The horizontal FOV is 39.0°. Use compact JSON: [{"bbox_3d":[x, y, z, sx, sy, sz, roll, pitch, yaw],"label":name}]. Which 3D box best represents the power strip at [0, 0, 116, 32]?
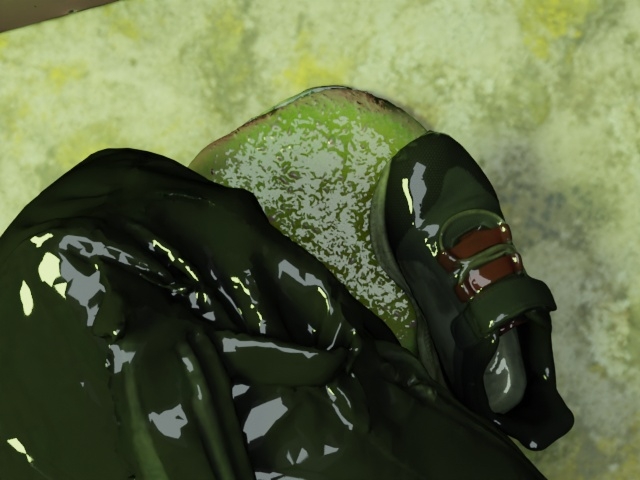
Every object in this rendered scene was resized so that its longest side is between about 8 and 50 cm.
[{"bbox_3d":[-0.249,-0.166,0.618,0.279,0.109,0.037,-15,91,0],"label":"power strip"}]

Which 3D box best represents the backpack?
[{"bbox_3d":[-0.044,0.178,0.550,0.446,0.255,0.363,32,112,-4],"label":"backpack"}]

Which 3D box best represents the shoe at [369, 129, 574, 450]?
[{"bbox_3d":[0.110,0.040,0.600,0.099,0.112,0.227,-24,114,-17],"label":"shoe"}]

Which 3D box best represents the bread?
[{"bbox_3d":[0.000,0.000,0.662,0.228,0.033,0.228,0,92,0],"label":"bread"}]
